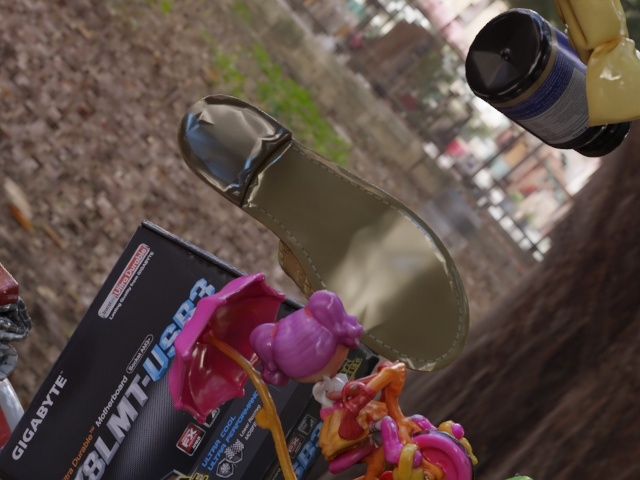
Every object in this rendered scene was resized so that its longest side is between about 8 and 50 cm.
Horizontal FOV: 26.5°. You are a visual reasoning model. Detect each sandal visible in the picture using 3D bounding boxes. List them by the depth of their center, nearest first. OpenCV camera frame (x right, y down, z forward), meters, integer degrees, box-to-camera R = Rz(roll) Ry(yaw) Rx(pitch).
[{"bbox_3d":[0.004,-0.005,0.918,0.240,0.088,0.079,41,-7,6],"label":"sandal"}]

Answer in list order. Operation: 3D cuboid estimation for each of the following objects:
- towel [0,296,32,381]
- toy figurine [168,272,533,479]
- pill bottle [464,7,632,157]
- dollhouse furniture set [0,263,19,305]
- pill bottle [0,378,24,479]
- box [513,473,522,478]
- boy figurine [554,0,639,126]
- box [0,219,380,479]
[{"bbox_3d":[-0.499,0.061,1.545,0.235,0.121,0.284,17,-7,28],"label":"towel"},{"bbox_3d":[-0.004,0.088,0.675,0.159,0.173,0.130,62,29,2],"label":"toy figurine"},{"bbox_3d":[0.289,-0.186,1.679,0.219,0.123,0.123,27,21,-40],"label":"pill bottle"},{"bbox_3d":[-0.432,0.105,1.031,0.374,0.201,0.152,-9,36,-44],"label":"dollhouse furniture set"},{"bbox_3d":[-0.518,0.315,1.629,0.210,0.363,0.210,56,-22,35],"label":"pill bottle"},{"bbox_3d":[0.282,0.349,1.655,0.137,0.027,0.094,33,-29,16],"label":"box"},{"bbox_3d":[0.285,-0.248,1.493,0.177,0.092,0.285,55,14,-72],"label":"boy figurine"},{"bbox_3d":[-0.136,0.163,1.281,0.293,0.295,0.073,27,-8,37],"label":"box"}]
